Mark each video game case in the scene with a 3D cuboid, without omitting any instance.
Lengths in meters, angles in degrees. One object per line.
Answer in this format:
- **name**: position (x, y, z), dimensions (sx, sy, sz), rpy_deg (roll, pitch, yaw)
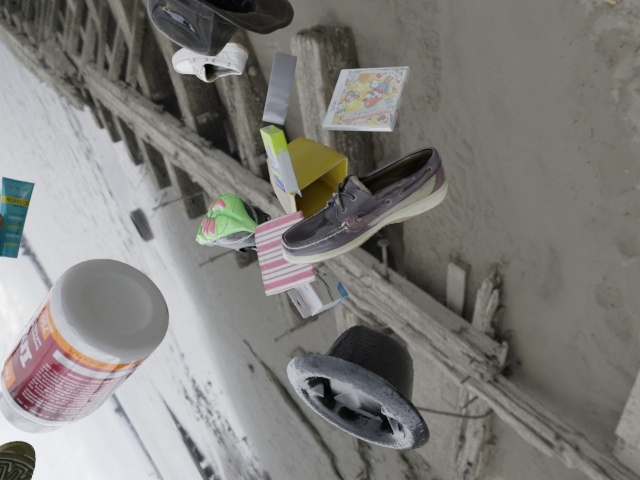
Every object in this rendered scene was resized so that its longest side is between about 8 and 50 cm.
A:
- **video game case**: position (0.133, -0.417, 1.496), dimensions (0.227, 0.206, 0.026), rpy_deg (9, 163, 31)

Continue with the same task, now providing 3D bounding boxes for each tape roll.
- **tape roll**: position (-0.131, -0.487, 1.632), dimensions (0.219, 0.072, 0.219), rpy_deg (-170, 90, -82)

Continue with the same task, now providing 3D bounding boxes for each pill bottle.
- **pill bottle**: position (-0.192, 0.089, 0.397), dimensions (0.152, 0.086, 0.086), rpy_deg (-44, 75, 28)

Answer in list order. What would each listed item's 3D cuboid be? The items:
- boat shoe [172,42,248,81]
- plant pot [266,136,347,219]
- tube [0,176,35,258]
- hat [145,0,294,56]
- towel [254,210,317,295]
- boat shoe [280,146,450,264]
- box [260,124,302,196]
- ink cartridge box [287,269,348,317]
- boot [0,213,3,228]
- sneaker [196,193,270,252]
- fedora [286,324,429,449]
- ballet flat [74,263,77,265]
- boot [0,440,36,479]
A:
- **boat shoe**: position (-0.350, -0.536, 1.559), dimensions (0.277, 0.098, 0.096), rpy_deg (2, 80, 30)
- **plant pot**: position (-0.054, -0.202, 1.629), dimensions (0.187, 0.212, 0.212), rpy_deg (45, 161, 24)
- **tube**: position (-0.804, -0.057, 1.326), dimensions (0.052, 0.080, 0.207), rpy_deg (3, 85, 31)
- **hat**: position (-0.221, -0.419, 0.898), dimensions (0.331, 0.331, 0.134), rpy_deg (49, 128, 21)
- **towel**: position (-0.090, 0.032, 1.309), dimensions (0.029, 0.144, 0.197), rpy_deg (32, -137, -64)
- **boat shoe**: position (0.062, -0.059, 0.779), dimensions (0.103, 0.285, 0.092), rpy_deg (-118, 6, -52)
- **box**: position (-0.103, -0.201, 1.312), dimensions (0.109, 0.042, 0.178), rpy_deg (-135, 27, -61)
- **ink cartridge box**: position (-0.006, 0.163, 1.571), dimensions (0.060, 0.180, 0.104), rpy_deg (-44, 73, 33)
- **boot**: position (-0.855, 0.051, 1.276), dimensions (0.115, 0.305, 0.112), rpy_deg (26, -162, -41)
- **sneaker**: position (-0.264, -0.033, 1.587), dimensions (0.202, 0.185, 0.483), rpy_deg (27, 178, -16)
- **fedora**: position (0.094, 0.279, 1.021), dimensions (0.334, 0.152, 0.334), rpy_deg (23, 148, 15)
- **ballet flat**: position (-0.785, 0.141, 1.755), dimensions (0.280, 0.095, 0.096), rpy_deg (6, 101, 46)
- **boot**: position (-0.644, 0.426, 0.974), dimensions (0.089, 0.236, 0.269), rpy_deg (37, 173, -34)
